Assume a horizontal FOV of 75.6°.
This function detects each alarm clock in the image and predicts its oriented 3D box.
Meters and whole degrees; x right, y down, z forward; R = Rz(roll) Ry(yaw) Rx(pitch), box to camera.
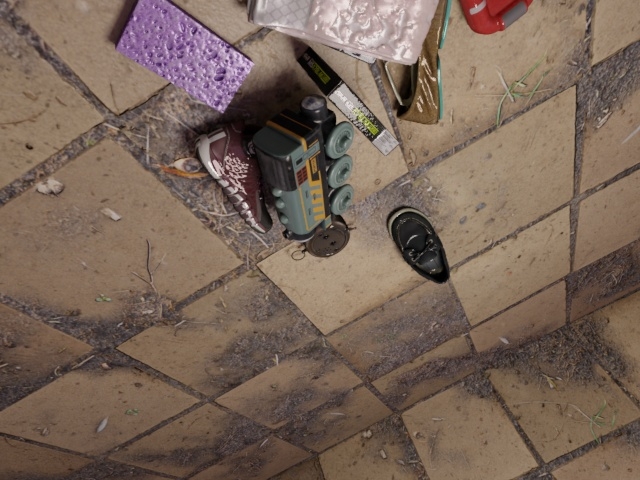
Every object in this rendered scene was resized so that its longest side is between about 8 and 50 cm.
[{"bbox_3d":[0.000,0.000,1.126,0.192,0.064,0.129,-35,135,15],"label":"alarm clock"}]

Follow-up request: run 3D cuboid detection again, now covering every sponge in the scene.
[{"bbox_3d":[-0.235,-0.330,0.732,0.210,0.031,0.117,24,118,-38],"label":"sponge"}]

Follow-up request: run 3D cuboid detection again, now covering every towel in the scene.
[{"bbox_3d":[0.062,-0.470,0.634,0.317,0.053,0.331,6,128,-14],"label":"towel"}]

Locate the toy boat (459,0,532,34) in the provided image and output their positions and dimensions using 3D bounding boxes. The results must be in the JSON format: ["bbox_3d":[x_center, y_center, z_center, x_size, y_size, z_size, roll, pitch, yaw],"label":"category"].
[{"bbox_3d":[0.335,-0.484,0.747,0.151,0.151,0.231,-37,135,12],"label":"toy boat"}]

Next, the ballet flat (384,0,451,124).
[{"bbox_3d":[0.190,-0.384,0.828,0.124,0.116,0.342,-4,140,7],"label":"ballet flat"}]

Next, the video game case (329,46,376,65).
[{"bbox_3d":[0.042,-0.472,0.689,0.248,0.035,0.274,13,125,-22],"label":"video game case"}]

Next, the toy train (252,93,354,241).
[{"bbox_3d":[-0.030,-0.136,0.877,0.190,0.142,0.334,-42,151,-23],"label":"toy train"}]

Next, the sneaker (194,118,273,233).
[{"bbox_3d":[-0.133,-0.141,0.905,0.163,0.106,0.281,-31,135,2],"label":"sneaker"}]

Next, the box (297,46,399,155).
[{"bbox_3d":[0.054,-0.270,0.805,0.045,0.184,0.191,-41,133,18],"label":"box"}]

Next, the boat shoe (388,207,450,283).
[{"bbox_3d":[0.313,0.034,1.252,0.127,0.113,0.340,-30,136,6],"label":"boat shoe"}]
